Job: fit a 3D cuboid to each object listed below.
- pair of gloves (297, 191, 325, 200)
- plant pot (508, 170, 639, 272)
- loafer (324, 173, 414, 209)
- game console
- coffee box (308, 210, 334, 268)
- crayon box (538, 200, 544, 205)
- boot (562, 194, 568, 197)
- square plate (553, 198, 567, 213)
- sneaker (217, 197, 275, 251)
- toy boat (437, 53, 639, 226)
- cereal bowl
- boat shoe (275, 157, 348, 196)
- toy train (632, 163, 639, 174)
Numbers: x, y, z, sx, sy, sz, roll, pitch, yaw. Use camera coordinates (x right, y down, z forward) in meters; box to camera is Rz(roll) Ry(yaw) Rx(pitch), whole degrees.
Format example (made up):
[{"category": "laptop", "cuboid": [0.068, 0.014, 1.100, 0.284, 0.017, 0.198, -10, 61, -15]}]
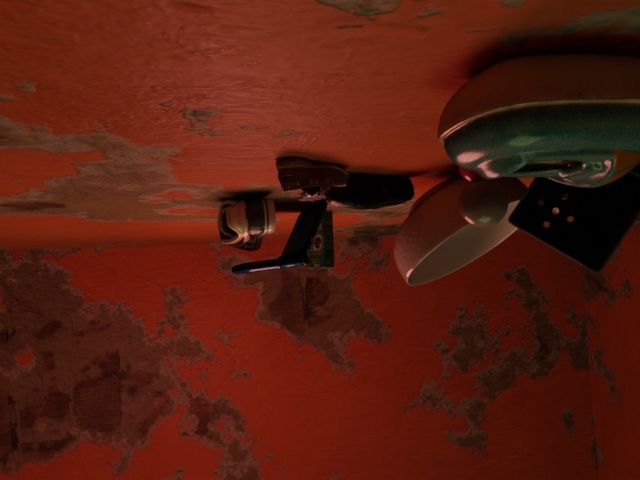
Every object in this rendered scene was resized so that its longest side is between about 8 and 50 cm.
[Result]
[{"category": "pair of gloves", "cuboid": [0.044, -0.113, 1.303, 0.198, 0.023, 0.159, -1, 178, -21]}, {"category": "plant pot", "cuboid": [0.449, -0.059, 0.970, 0.165, 0.166, 0.234, 33, -172, 13]}, {"category": "loafer", "cuboid": [0.100, -0.098, 1.140, 0.223, 0.076, 0.078, -5, 170, -32]}, {"category": "game console", "cuboid": [-0.126, -0.003, 1.553, 0.250, 0.174, 0.293, -7, 177, -18]}, {"category": "coffee box", "cuboid": [0.000, 0.000, 1.747, 0.040, 0.184, 0.113, 0, 175, -30]}, {"category": "crayon box", "cuboid": [0.580, -0.090, 1.680, 0.202, 0.081, 0.318, -3, 176, -5]}, {"category": "boot", "cuboid": [0.683, -0.128, 1.444, 0.099, 0.045, 0.121, -6, 169, 2]}, {"category": "square plate", "cuboid": [0.984, -0.123, 1.778, 0.343, 0.049, 0.347, -4, 177, 13]}, {"category": "sneaker", "cuboid": [-0.210, -0.043, 1.399, 0.127, 0.126, 0.321, -5, 170, -17]}, {"category": "toy boat", "cuboid": [0.251, -0.103, 0.630, 0.267, 0.148, 0.318, -3, 176, -11]}, {"category": "cereal bowl", "cuboid": [0.305, -0.045, 1.211, 0.338, 0.141, 0.339, -24, 159, -10]}, {"category": "boat shoe", "cuboid": [-0.013, -0.109, 0.980, 0.064, 0.060, 0.178, -6, 175, 40]}, {"category": "toy train", "cuboid": [0.605, -0.133, 1.021, 0.143, 0.105, 0.248, -20, -179, -3]}]
